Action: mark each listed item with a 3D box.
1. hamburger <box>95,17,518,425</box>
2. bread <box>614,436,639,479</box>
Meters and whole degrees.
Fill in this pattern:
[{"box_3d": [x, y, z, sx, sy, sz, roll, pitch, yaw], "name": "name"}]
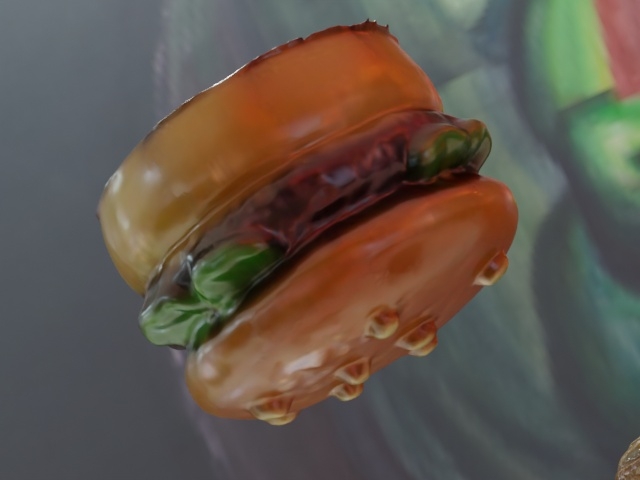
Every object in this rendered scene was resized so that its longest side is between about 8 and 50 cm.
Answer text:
[{"box_3d": [0.000, 0.000, 1.834, 0.396, 0.277, 0.396, -30, -15, -9], "name": "hamburger"}, {"box_3d": [0.323, 0.214, 1.667, 0.077, 0.116, 0.200, -23, -11, -26], "name": "bread"}]
